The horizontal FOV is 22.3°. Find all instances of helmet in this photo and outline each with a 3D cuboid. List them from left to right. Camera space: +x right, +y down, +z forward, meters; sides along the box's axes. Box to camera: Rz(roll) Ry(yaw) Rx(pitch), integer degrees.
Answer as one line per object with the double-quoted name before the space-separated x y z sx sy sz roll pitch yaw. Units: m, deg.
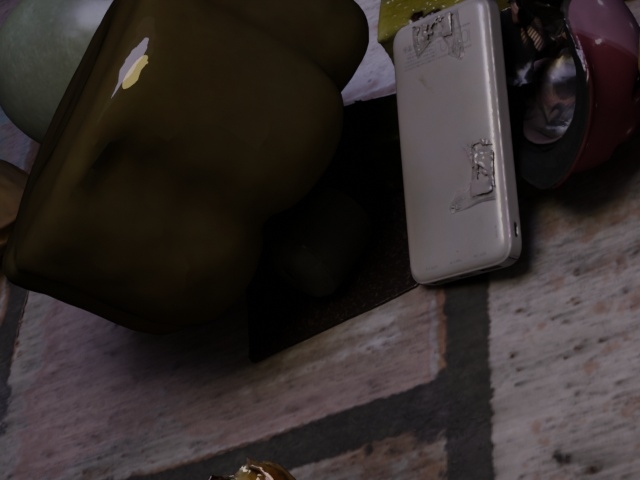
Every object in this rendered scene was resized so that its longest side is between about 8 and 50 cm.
"helmet" 0.267 -0.170 1.663 0.154 0.198 0.253 -3 38 -24

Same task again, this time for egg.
"egg" -0.274 -0.241 2.133 0.352 0.258 0.258 -11 45 24

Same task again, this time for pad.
"pad" 0.005 -0.019 1.866 0.220 0.004 0.330 -26 39 19

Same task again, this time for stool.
"stool" 0.000 0.000 1.770 0.096 0.096 0.110 12 55 47

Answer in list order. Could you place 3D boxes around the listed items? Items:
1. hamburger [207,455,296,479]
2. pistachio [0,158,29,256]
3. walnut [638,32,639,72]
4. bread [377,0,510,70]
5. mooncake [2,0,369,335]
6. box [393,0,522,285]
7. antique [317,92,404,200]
"hamburger" -0.070 0.429 1.262 0.287 0.268 0.445 32 77 29
"pistachio" -0.486 -0.053 2.218 0.260 0.163 0.213 14 46 27
"walnut" 0.399 -0.191 1.537 0.198 0.198 0.245 -15 53 31
"bread" 0.236 -0.311 1.899 0.361 0.077 0.138 -17 44 29
"mooncake" -0.154 -0.114 1.784 0.467 0.262 0.467 -55 17 25
"box" 0.139 -0.103 1.686 0.142 0.044 0.285 -16 72 44
"antique" 0.095 -0.112 1.814 0.220 0.080 0.081 -11 46 28
